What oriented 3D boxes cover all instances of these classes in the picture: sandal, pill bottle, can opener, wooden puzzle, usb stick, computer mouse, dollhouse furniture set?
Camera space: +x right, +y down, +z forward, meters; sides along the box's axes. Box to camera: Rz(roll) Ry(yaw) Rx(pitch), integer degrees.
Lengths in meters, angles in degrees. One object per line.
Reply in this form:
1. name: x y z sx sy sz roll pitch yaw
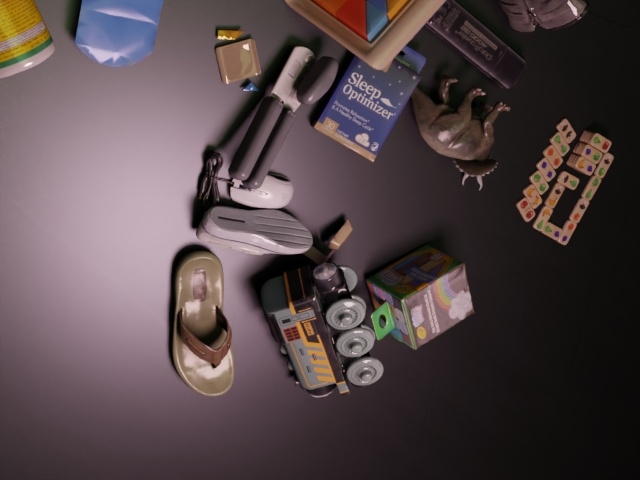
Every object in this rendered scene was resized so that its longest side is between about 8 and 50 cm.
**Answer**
1. sandal: -0.222 0.168 1.714 0.120 0.086 0.303 -14 115 -22
2. pill bottle: -0.494 -0.360 1.355 0.117 0.117 0.208 -29 119 -15
3. can opener: -0.071 -0.223 1.626 0.074 0.093 0.280 34 83 -44
4. wooden puzzle: -0.147 -0.320 1.609 0.078 0.014 0.116 -12 114 -18
5. usb stick: 0.305 -0.395 1.791 0.278 0.045 0.077 30 101 -32
6. computer mouse: -0.129 -0.099 1.685 0.193 0.042 0.106 8 104 -29
7. wooden puzzle: 0.084 -0.444 1.573 0.221 0.238 0.044 -48 163 -3
8. dollhouse furniture set: 0.000 0.000 1.809 0.081 0.091 0.114 36 63 6

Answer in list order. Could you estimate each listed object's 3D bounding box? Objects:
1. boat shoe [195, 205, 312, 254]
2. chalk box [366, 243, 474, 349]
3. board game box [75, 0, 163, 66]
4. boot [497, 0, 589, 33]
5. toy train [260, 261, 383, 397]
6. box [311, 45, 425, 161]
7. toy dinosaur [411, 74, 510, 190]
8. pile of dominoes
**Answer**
1. boat shoe: -0.127 -0.015 1.705 0.226 0.083 0.076 16 145 -28
2. chalk box: 0.188 0.126 1.871 0.213 0.132 0.132 -27 120 -21
3. board game box: -0.333 -0.372 1.485 0.133 0.033 0.169 3 113 -33
4. boot: 0.432 -0.490 1.658 0.222 0.338 0.118 36 78 -30
5. toy train: 0.007 0.183 1.791 0.190 0.142 0.334 -15 131 4
6. box: 0.096 -0.280 1.714 0.136 0.036 0.225 28 94 -15
7. toy dinosaur: 0.272 -0.225 1.796 0.313 0.121 0.160 27 89 -35
8. pile of dominoes: 0.556 -0.126 2.024 0.196 0.040 0.251 23 97 -32
